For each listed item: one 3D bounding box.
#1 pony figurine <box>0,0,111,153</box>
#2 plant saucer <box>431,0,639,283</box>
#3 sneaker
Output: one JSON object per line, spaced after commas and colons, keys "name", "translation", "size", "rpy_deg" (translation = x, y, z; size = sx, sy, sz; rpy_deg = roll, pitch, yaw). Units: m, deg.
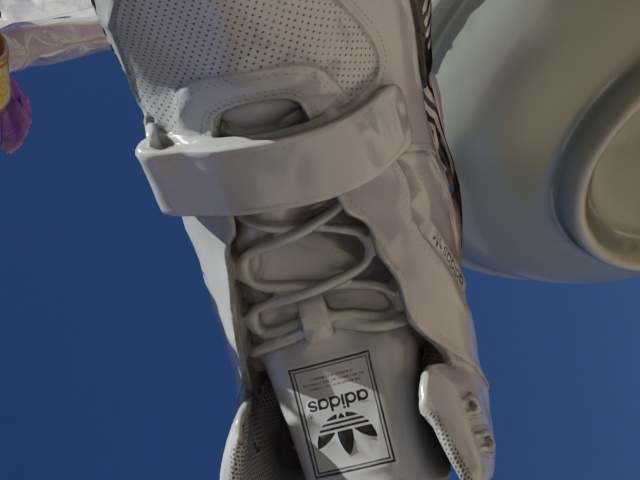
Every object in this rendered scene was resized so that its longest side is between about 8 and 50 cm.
{"name": "pony figurine", "translation": [-0.228, -0.091, 0.673], "size": [0.302, 0.351, 0.364], "rpy_deg": [17, -83, -32]}
{"name": "plant saucer", "translation": [0.238, -0.085, 0.775], "size": [0.400, 0.400, 0.101], "rpy_deg": [21, -145, -41]}
{"name": "sneaker", "translation": [0.000, 0.000, 0.530], "size": [0.366, 0.137, 0.210], "rpy_deg": [60, -159, -58]}
